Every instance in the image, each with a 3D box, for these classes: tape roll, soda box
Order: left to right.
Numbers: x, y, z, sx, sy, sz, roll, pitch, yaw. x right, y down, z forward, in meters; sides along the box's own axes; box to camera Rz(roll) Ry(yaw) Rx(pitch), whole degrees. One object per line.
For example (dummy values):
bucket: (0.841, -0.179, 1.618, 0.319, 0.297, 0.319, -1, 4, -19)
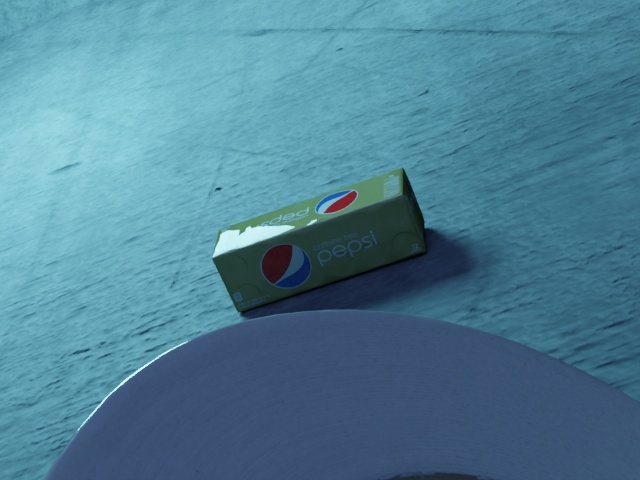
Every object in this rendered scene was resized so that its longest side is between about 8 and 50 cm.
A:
soda box: (0.000, 0.000, 1.297, 0.181, 0.061, 0.058, -18, 25, 12)
tape roll: (0.062, 0.190, 0.547, 0.392, 0.072, 0.392, 17, 40, -14)
